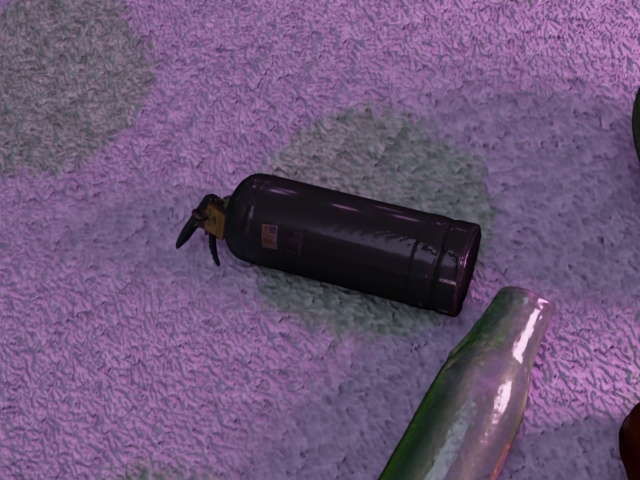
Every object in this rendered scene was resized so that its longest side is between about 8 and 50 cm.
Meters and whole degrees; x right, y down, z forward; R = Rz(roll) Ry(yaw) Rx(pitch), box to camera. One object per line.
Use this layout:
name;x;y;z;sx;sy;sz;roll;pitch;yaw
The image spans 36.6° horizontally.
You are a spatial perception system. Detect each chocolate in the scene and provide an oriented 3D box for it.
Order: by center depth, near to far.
chocolate;0.129;0.176;0.884;0.110;0.110;0.291;25;75;20

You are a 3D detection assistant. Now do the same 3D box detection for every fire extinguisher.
fire extinguisher;0.000;0.000;0.979;0.311;0.095;0.114;16;106;17

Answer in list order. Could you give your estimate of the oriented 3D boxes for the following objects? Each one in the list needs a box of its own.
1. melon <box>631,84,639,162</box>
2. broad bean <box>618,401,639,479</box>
melon;0.398;-0.057;0.856;0.182;0.182;0.287;-31;65;1
broad bean;0.348;0.221;0.801;0.156;0.122;0.228;-32;63;-2
